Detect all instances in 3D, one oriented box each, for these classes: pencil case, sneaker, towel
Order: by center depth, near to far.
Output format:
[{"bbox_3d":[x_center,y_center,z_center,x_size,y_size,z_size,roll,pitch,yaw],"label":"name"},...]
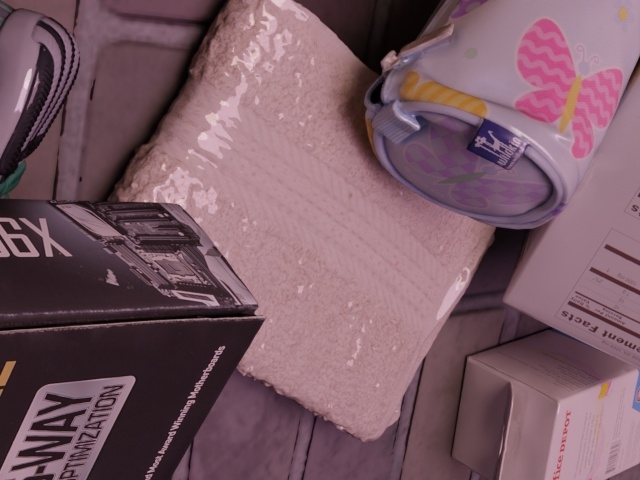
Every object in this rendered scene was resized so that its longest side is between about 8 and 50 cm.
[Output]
[{"bbox_3d":[-0.192,-0.013,0.485,0.098,0.083,0.224,30,102,-7],"label":"sneaker"},{"bbox_3d":[0.127,-0.140,0.649,0.273,0.124,0.113,-61,179,-22],"label":"pencil case"},{"bbox_3d":[0.000,0.000,0.671,0.282,0.049,0.187,36,81,-46],"label":"towel"}]

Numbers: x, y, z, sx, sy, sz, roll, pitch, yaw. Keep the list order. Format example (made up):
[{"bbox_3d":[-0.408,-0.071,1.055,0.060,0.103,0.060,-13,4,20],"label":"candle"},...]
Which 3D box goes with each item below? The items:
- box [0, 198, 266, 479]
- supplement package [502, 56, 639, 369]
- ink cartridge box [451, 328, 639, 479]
[{"bbox_3d":[-0.192,0.121,0.447,0.242,0.076,0.307,0,130,-44],"label":"box"},{"bbox_3d":[0.233,-0.052,0.716,0.139,0.134,0.244,-60,175,-51],"label":"supplement package"},{"bbox_3d":[0.171,0.131,0.861,0.143,0.090,0.092,-10,114,-39],"label":"ink cartridge box"}]
